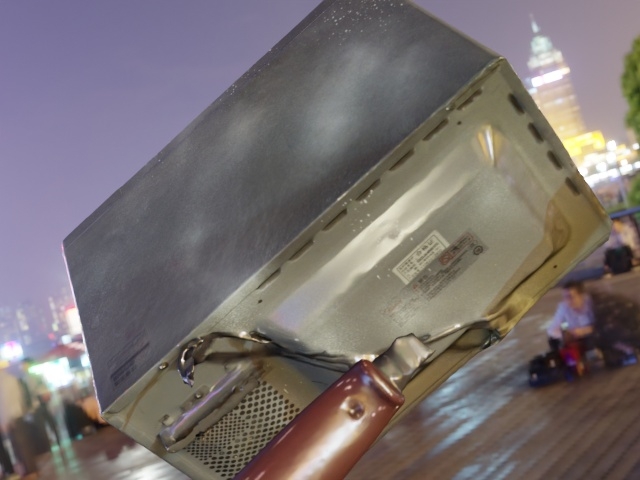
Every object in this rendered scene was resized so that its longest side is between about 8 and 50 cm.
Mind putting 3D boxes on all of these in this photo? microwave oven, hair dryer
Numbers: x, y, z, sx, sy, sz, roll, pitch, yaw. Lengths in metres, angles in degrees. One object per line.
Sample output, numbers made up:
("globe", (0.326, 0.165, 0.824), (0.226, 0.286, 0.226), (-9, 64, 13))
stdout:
("microwave oven", (0.000, 0.000, 0.905), (0.432, 0.236, 0.374), (-42, 34, 5))
("hair dryer", (-0.052, 0.184, 0.576), (0.340, 0.123, 0.312), (-41, -10, -29))
